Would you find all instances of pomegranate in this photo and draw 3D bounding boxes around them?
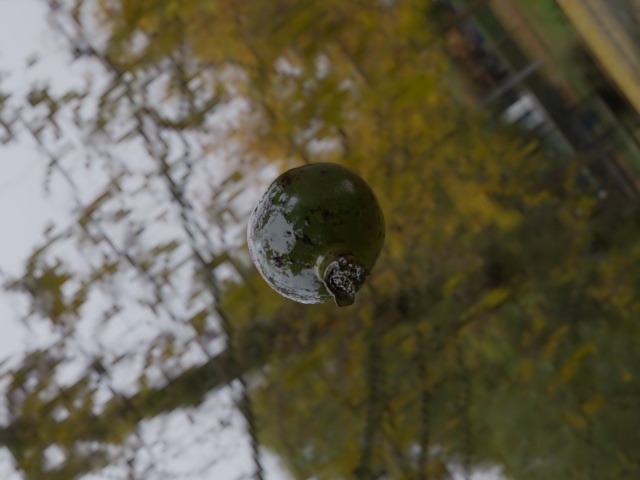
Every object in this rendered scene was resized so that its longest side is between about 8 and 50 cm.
[{"bbox_3d":[-0.005,-0.004,1.602,0.130,0.130,0.130,52,-173,-10],"label":"pomegranate"}]
